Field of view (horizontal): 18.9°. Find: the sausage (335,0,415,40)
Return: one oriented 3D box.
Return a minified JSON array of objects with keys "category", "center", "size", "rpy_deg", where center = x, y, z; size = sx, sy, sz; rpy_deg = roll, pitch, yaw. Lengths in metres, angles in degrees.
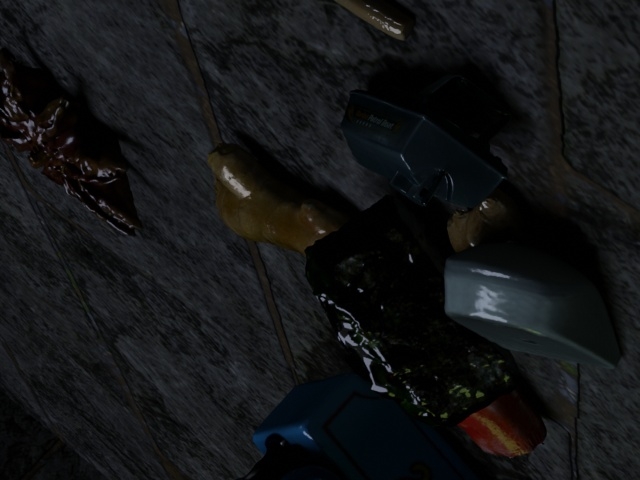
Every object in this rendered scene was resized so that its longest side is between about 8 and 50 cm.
[{"category":"sausage","center":[0.018,-0.200,1.525],"size":[0.132,0.024,0.024],"rpy_deg":[36,161,19]}]

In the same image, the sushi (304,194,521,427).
[{"category":"sushi","center":[0.081,0.072,1.794],"size":[0.225,0.127,0.124],"rpy_deg":[52,-173,-19]}]

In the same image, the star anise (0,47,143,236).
[{"category":"star anise","center":[-0.317,-0.116,2.330],"size":[0.288,0.088,0.288],"rpy_deg":[38,163,13]}]

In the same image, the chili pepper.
[{"category":"chili pepper","center":[0.146,0.142,1.934],"size":[0.086,0.084,0.192],"rpy_deg":[-24,119,35]}]

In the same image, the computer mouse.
[{"category":"computer mouse","center":[0.183,0.055,1.656],"size":[0.128,0.079,0.231],"rpy_deg":[14,170,24]}]

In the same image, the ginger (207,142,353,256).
[{"category":"ginger","center":[0.002,-0.003,1.940],"size":[0.299,0.065,0.118],"rpy_deg":[30,156,30]}]

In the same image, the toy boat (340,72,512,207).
[{"category":"toy boat","center":[0.076,-0.089,1.571],"size":[0.093,0.103,0.246],"rpy_deg":[35,179,-20]}]

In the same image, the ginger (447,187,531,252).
[{"category":"ginger","center":[0.142,-0.011,1.660],"size":[0.057,0.044,0.137],"rpy_deg":[60,162,7]}]

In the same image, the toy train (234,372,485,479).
[{"category":"toy train","center":[0.051,0.321,2.236],"size":[0.300,0.265,0.188],"rpy_deg":[49,152,-11]}]
